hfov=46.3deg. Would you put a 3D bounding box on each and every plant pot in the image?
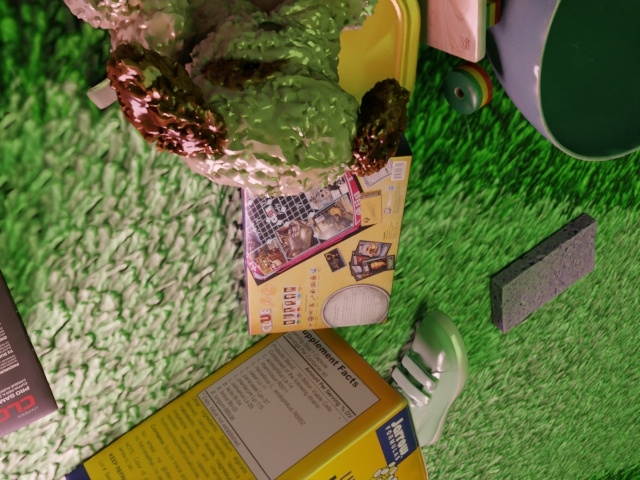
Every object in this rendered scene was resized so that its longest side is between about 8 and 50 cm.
[{"bbox_3d":[0.276,-0.256,0.771,0.290,0.195,0.290,-18,132,-21],"label":"plant pot"}]

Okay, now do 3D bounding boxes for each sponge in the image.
[{"bbox_3d":[0.361,0.052,1.204,0.210,0.031,0.117,-31,136,-17],"label":"sponge"}]

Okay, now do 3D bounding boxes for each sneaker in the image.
[{"bbox_3d":[0.122,0.223,1.089,0.151,0.094,0.256,-13,127,-28],"label":"sneaker"}]

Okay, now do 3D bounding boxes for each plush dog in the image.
[{"bbox_3d":[-0.062,-0.111,0.566,0.262,0.225,0.210,-2,124,-26],"label":"plush dog"}]

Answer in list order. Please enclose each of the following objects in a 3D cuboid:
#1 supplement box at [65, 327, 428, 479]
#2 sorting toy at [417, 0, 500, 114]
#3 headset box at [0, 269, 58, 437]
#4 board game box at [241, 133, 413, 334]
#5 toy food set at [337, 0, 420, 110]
[{"bbox_3d":[-0.076,0.284,0.894,0.356,0.194,0.195,-33,136,-15],"label":"supplement box"},{"bbox_3d":[0.109,-0.259,0.691,0.046,0.132,0.274,-34,136,-25],"label":"sorting toy"},{"bbox_3d":[-0.350,0.075,0.575,0.218,0.110,0.293,-24,133,-25],"label":"headset box"},{"bbox_3d":[0.000,0.000,0.795,0.165,0.042,0.243,-4,133,-8],"label":"board game box"},{"bbox_3d":[0.024,-0.173,0.741,0.128,0.071,0.218,-3,123,-10],"label":"toy food set"}]
